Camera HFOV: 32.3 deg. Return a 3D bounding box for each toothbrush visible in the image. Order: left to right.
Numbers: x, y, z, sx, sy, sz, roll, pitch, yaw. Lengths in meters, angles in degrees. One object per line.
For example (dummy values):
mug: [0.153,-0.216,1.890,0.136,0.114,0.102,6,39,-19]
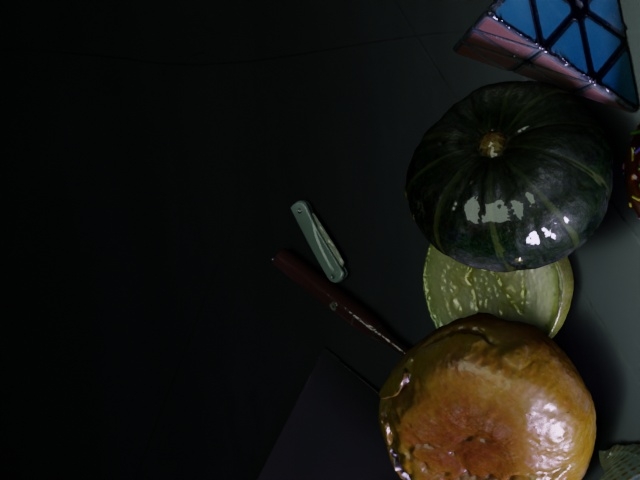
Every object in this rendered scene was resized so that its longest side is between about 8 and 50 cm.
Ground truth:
toothbrush: [0.055,0.125,1.902,0.364,0.041,0.041,37,115,25]

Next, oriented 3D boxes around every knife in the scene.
knife: [0.000,0.000,1.931,0.044,0.023,0.162,-37,76,34]

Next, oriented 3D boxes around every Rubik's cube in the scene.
Rubik's cube: [0.324,-0.318,1.601,0.229,0.228,0.233,81,178,-46]

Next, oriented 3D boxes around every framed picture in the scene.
framed picture: [0.031,0.399,1.969,0.255,0.014,0.339,37,114,25]

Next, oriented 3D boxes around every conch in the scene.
conch: [0.466,0.385,1.627,0.135,0.102,0.153,-15,94,13]

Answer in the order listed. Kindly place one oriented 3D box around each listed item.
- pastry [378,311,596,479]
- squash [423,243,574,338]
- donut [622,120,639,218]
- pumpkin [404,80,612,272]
pastry: [0.250,0.276,1.692,0.356,0.164,0.356,12,116,26]
squash: [0.271,0.071,1.744,0.252,0.049,0.252,6,101,33]
donut: [0.526,-0.102,1.522,0.230,0.096,0.216,-15,88,35]
pumpkin: [0.274,-0.088,1.605,0.300,0.207,0.300,-11,59,19]
